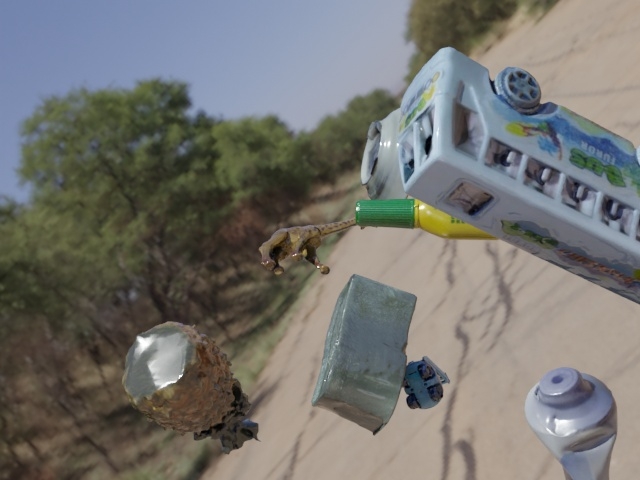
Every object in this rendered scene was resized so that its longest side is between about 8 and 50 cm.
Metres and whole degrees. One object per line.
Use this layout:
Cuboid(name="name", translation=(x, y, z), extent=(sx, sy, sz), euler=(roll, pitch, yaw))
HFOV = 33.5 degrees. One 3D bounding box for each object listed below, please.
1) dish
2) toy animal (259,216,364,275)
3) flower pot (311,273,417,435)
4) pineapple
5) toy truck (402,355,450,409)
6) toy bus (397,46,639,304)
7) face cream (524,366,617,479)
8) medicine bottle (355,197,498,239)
Cuboid(name="dish", translation=(0.141, -0.179, 2.281), extent=(0.260, 0.085, 0.260), euler=(-167, 90, -80))
Cuboid(name="toy animal", translation=(-0.008, -0.001, 1.925), extent=(0.275, 0.149, 0.054), euler=(-36, -52, -54))
Cuboid(name="flower pot", translation=(0.064, 0.166, 1.564), extent=(0.103, 0.108, 0.229), euler=(118, 172, -46))
Cuboid(name="pineapple", translation=(-0.119, 0.162, 1.089), extent=(0.108, 0.108, 0.197), euler=(-47, -41, -8))
Cuboid(name="toy truck", translation=(0.160, 0.210, 1.592), extent=(0.056, 0.073, 0.090), euler=(-25, -3, 28))
Cuboid(name="toy bus", translation=(0.227, -0.052, 1.008), extent=(0.109, 0.330, 0.136), euler=(-49, 19, 57))
Cuboid(name="face cream", translation=(0.427, 0.379, 1.700), extent=(0.137, 0.420, 0.235), euler=(-18, 28, 3))
Cuboid(name="medicine bottle", translation=(0.190, -0.047, 1.827), extent=(0.064, 0.261, 0.095), euler=(81, -169, -67))
